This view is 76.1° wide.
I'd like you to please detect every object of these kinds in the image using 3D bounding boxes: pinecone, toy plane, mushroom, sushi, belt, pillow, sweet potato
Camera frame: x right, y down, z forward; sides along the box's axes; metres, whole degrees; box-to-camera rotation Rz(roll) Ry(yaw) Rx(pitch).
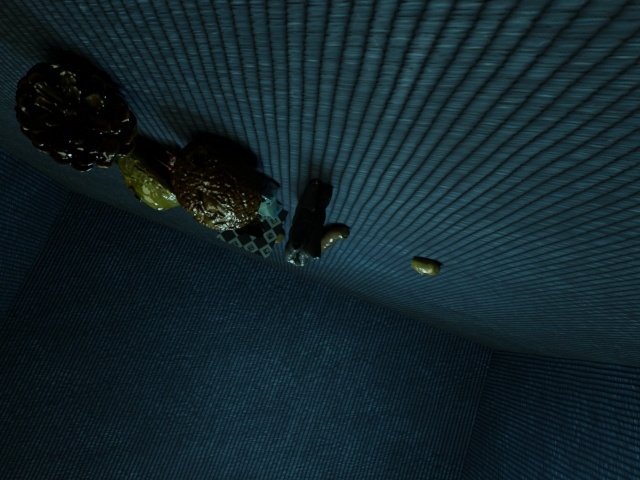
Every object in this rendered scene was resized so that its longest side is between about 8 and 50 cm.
[{"bbox_3d":[-0.645,-0.318,1.078,0.298,0.242,0.295,31,167,-17],"label":"pinecone"},{"bbox_3d":[-0.515,-0.278,1.447,0.126,0.077,0.194,26,175,-8],"label":"toy plane"},{"bbox_3d":[-0.294,-0.056,1.831,0.277,0.146,0.278,18,179,0],"label":"mushroom"},{"bbox_3d":[-0.279,-0.069,1.684,0.231,0.220,0.047,23,-169,-11],"label":"sushi"},{"bbox_3d":[-0.192,-0.142,1.494,0.087,0.072,0.302,23,168,1],"label":"belt"},{"bbox_3d":[-0.048,-0.040,1.332,0.101,0.229,0.326,17,168,-9],"label":"pillow"},{"bbox_3d":[0.000,0.000,1.722,0.109,0.109,0.385,25,167,-20],"label":"sweet potato"}]

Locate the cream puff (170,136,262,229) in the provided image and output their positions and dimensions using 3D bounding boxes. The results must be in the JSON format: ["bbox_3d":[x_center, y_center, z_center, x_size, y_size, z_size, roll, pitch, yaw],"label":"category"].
[{"bbox_3d":[-0.324,-0.152,1.255,0.302,0.212,0.303,23,154,12],"label":"cream puff"}]

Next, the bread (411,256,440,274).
[{"bbox_3d":[0.414,0.108,1.618,0.115,0.056,0.082,12,164,34],"label":"bread"}]

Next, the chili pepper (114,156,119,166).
[{"bbox_3d":[-0.880,-0.363,1.680,0.122,0.065,0.279,14,171,10],"label":"chili pepper"}]

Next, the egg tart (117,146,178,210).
[{"bbox_3d":[-0.640,-0.228,1.538,0.351,0.153,0.339,38,178,21],"label":"egg tart"}]
